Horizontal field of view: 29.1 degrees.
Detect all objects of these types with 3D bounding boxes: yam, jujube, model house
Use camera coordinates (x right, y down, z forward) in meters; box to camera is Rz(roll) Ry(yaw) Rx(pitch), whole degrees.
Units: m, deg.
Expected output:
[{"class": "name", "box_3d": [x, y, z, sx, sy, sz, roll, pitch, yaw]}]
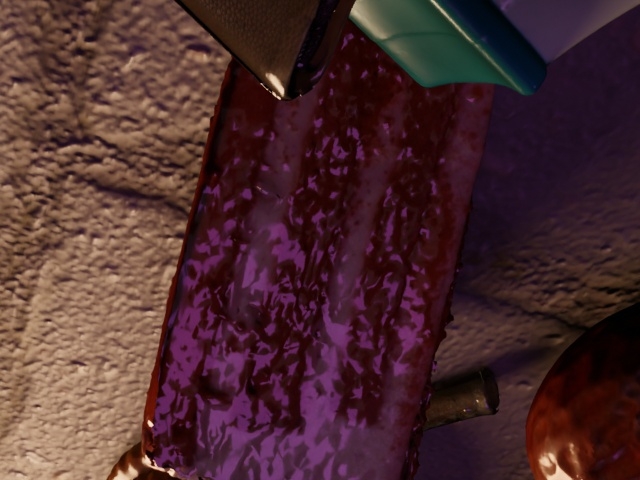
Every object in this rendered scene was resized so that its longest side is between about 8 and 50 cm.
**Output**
[{"class": "yam", "box_3d": [0.058, 0.116, 0.835, 0.129, 0.033, 0.027, -18, 156, 26]}, {"class": "jujube", "box_3d": [0.237, 0.099, 0.726, 0.236, 0.168, 0.168, -38, 123, 16]}, {"class": "model house", "box_3d": [0.069, -0.135, 0.513, 0.149, 0.127, 0.100, -36, 122, 28]}]

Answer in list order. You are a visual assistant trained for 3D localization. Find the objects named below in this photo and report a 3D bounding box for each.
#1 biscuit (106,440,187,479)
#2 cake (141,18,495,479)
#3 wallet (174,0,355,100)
[{"class": "biscuit", "box_3d": [-0.057, 0.218, 0.913, 0.220, 0.066, 0.220, 2, 134, 2]}, {"class": "cake", "box_3d": [0.000, 0.000, 0.707, 0.158, 0.159, 0.262, 13, 100, -8]}, {"class": "wallet", "box_3d": [-0.059, -0.155, 0.486, 0.198, 0.031, 0.110, 45, 137, 18]}]
